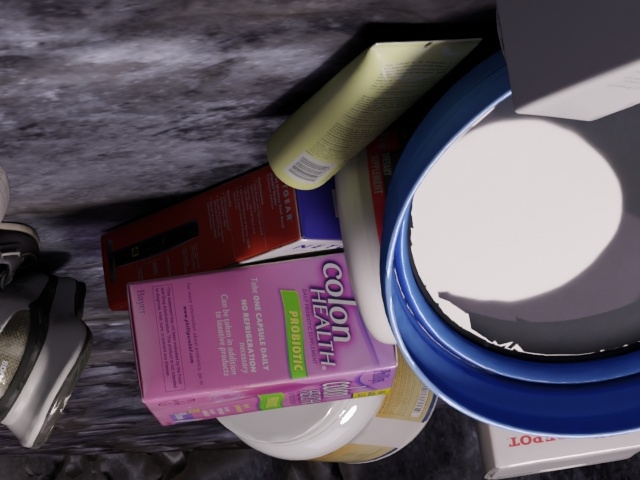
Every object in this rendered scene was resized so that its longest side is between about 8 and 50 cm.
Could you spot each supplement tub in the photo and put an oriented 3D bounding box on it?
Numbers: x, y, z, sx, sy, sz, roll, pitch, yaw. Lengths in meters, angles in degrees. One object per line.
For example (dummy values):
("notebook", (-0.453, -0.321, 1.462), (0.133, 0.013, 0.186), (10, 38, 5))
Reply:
("supplement tub", (-0.001, 0.155, 2.433), (0.228, 0.228, 0.316), (-12, 168, 19))
("supplement tub", (0.160, -0.021, 1.745), (0.272, 0.191, 0.191), (-10, 169, 6))

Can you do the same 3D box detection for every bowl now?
("bowl", (0.233, -0.012, 1.585), (0.391, 0.077, 0.391), (-7, 127, -9))

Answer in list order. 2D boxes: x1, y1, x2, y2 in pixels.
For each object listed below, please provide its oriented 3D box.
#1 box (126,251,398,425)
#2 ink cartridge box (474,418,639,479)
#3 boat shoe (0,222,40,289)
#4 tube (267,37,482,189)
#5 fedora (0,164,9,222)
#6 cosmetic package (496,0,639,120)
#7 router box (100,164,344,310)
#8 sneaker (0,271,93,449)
("box", (-0.054, 0.098, 1.946), (0.243, 0.117, 0.213), (-9, 169, -2))
("ink cartridge box", (0.288, 0.152, 2.533), (0.198, 0.270, 0.197), (-9, 169, -1))
("boat shoe", (-0.323, 0.018, 1.898), (0.075, 0.065, 0.206), (-13, 169, 14))
("tube", (0.032, -0.109, 1.568), (0.070, 0.062, 0.240), (-53, -172, -30))
("fedora", (-0.347, -0.045, 1.396), (0.244, 0.124, 0.275), (-5, 161, -27))
("cosmetic package", (0.221, -0.163, 1.260), (0.085, 0.117, 0.231), (2, 166, -41))
("router box", (0.000, 0.000, 2.016), (0.335, 0.082, 0.301), (1, 165, -42))
("sneaker", (-0.381, 0.068, 2.017), (0.257, 0.169, 0.447), (27, 177, -13))
